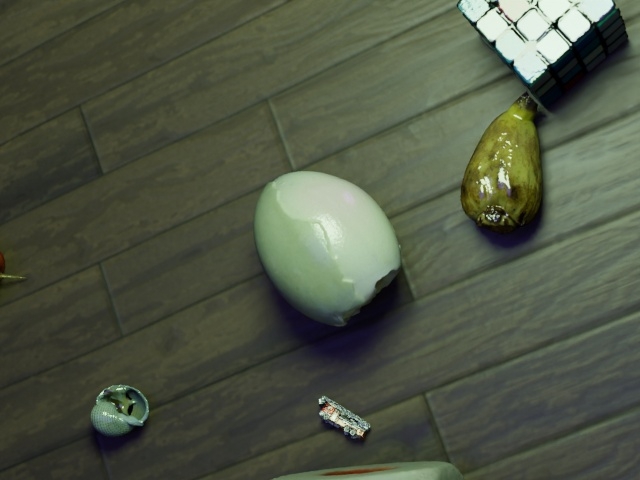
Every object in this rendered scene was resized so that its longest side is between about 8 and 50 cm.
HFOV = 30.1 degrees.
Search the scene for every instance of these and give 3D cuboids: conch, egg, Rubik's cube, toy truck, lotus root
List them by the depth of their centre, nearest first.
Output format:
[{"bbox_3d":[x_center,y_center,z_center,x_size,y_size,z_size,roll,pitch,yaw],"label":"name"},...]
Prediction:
[{"bbox_3d":[0.293,-0.289,1.563,0.151,0.155,0.154,-42,73,10],"label":"Rubik's cube"},{"bbox_3d":[0.252,-0.102,1.596,0.108,0.094,0.191,15,80,-4],"label":"lotus root"},{"bbox_3d":[0.000,0.000,1.613,0.183,0.183,0.217,-45,82,9],"label":"egg"},{"bbox_3d":[0.029,0.249,1.662,0.083,0.024,0.032,27,71,17],"label":"toy truck"},{"bbox_3d":[-0.294,0.254,1.754,0.085,0.056,0.076,12,68,0],"label":"conch"}]

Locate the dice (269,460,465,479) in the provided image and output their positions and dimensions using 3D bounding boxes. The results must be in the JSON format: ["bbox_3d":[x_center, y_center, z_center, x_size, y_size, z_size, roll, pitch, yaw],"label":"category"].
[{"bbox_3d":[0.060,0.417,1.512,0.243,0.259,0.251,-7,83,19],"label":"dice"}]

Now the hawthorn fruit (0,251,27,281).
[{"bbox_3d":[-0.542,0.046,1.824,0.140,0.125,0.125,14,89,21],"label":"hawthorn fruit"}]
